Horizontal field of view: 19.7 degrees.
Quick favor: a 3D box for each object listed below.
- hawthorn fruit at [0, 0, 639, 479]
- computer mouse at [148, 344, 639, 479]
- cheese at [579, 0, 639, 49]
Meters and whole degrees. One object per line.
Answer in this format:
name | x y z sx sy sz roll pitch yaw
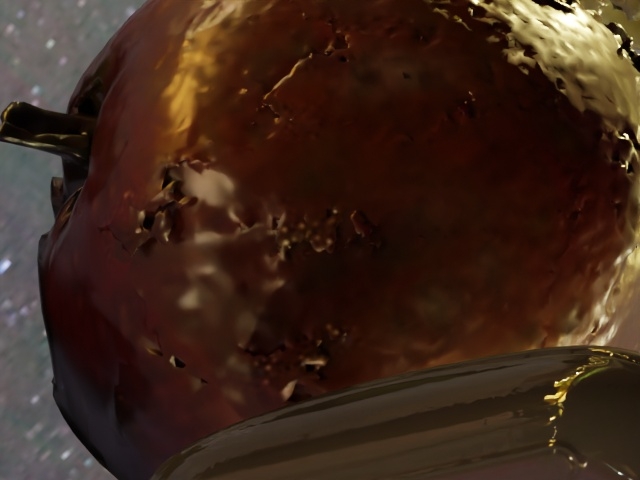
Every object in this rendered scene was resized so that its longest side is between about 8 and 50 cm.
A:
hawthorn fruit | 0.015 0.008 0.860 0.316 0.316 0.316 20 -130 -26
computer mouse | 0.040 0.104 0.618 0.120 0.232 0.057 65 -148 -10
cheese | 0.134 -0.212 1.103 0.266 0.127 0.233 11 -107 5
